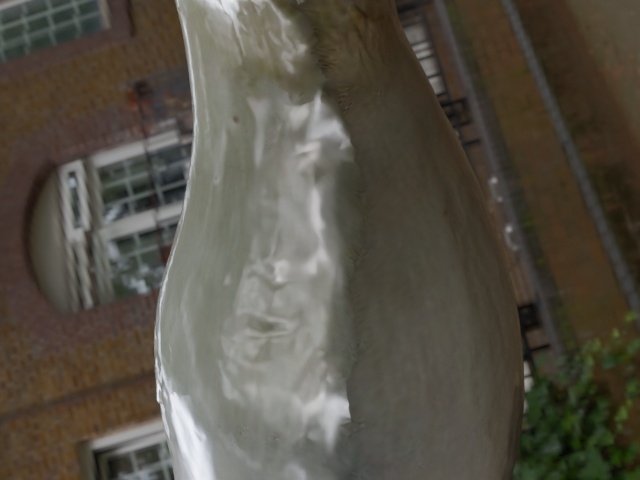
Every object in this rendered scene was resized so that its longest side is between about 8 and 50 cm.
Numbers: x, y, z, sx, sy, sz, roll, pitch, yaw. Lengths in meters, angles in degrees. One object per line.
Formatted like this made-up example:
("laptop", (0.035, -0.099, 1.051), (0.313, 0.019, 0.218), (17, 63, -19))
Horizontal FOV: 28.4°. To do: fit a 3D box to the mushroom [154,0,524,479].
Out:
("mushroom", (0.000, 0.000, 0.354), (0.093, 0.116, 0.225), (-52, -37, -59))
